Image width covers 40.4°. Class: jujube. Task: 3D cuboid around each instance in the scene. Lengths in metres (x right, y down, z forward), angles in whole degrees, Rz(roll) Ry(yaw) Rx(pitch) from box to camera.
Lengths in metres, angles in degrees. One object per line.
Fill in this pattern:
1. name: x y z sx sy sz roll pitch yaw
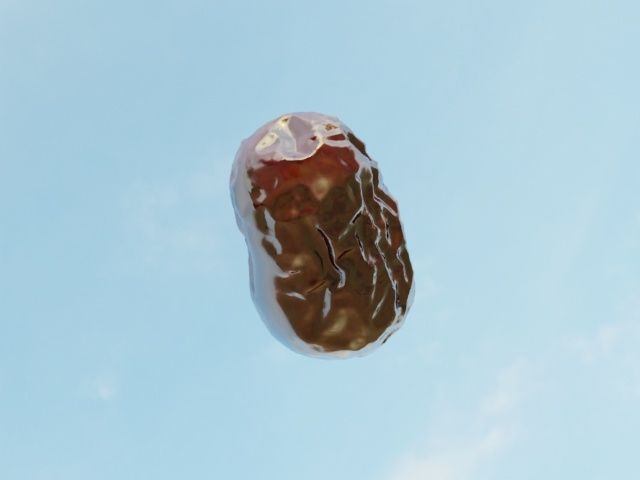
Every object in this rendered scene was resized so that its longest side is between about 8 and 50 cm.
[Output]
1. jujube: 0.000 0.000 0.783 0.155 0.155 0.230 -28 -51 -13
